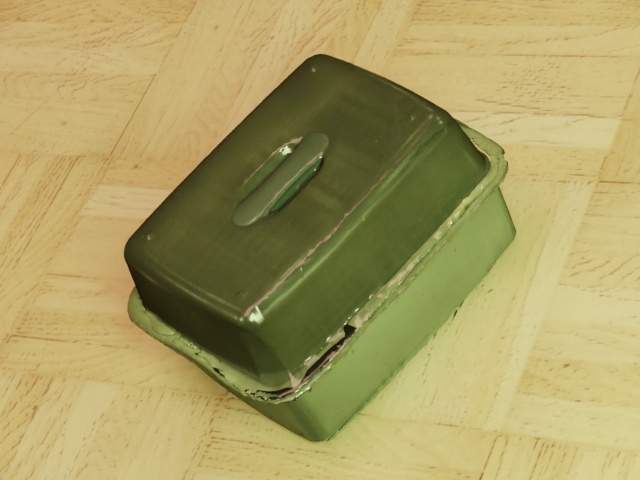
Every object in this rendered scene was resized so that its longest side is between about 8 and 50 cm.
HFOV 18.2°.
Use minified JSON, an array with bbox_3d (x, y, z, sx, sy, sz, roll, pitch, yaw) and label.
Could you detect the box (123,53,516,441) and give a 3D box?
[{"bbox_3d":[0.000,0.000,1.596,0.290,0.166,0.221,-47,46,-15],"label":"box"}]
